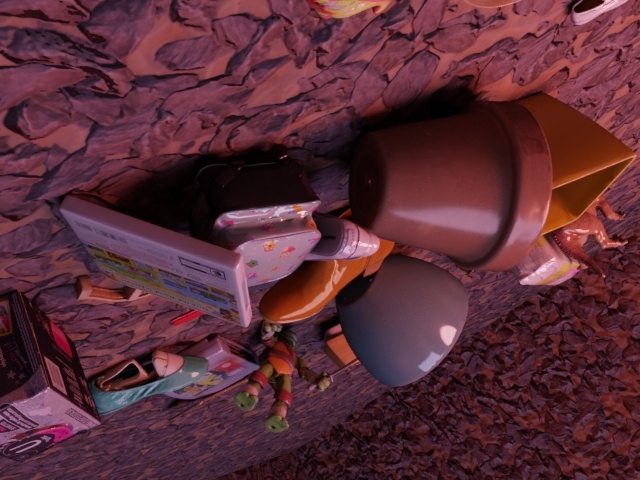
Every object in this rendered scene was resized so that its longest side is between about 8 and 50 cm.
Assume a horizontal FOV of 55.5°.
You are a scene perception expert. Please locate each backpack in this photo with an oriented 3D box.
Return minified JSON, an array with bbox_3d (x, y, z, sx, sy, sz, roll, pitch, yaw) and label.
[{"bbox_3d":[-0.096,-0.016,0.843,0.165,0.145,0.188,-13,163,-28],"label":"backpack"}]

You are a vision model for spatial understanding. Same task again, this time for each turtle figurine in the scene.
[{"bbox_3d":[-0.069,0.282,1.400,0.274,0.266,0.198,-5,125,26],"label":"turtle figurine"}]

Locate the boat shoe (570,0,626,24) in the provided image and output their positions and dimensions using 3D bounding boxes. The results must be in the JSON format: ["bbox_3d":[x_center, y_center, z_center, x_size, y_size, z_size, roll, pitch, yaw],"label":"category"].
[{"bbox_3d":[0.395,-0.341,0.844,0.100,0.035,0.035,-28,161,18],"label":"boat shoe"}]

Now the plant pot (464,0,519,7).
[{"bbox_3d":[0.234,-0.353,0.640,0.236,0.032,0.236,-23,157,-10],"label":"plant pot"}]

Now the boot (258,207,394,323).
[{"bbox_3d":[0.014,0.032,1.141,0.295,0.104,0.211,-26,152,-19],"label":"boot"}]

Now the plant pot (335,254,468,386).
[{"bbox_3d":[0.147,0.143,1.337,0.195,0.290,0.290,38,120,-20],"label":"plant pot"}]

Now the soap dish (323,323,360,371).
[{"bbox_3d":[0.153,0.260,1.692,0.290,0.118,0.229,-24,166,-8],"label":"soap dish"}]

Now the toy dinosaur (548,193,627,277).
[{"bbox_3d":[0.526,-0.061,1.275,0.200,0.296,0.127,30,148,-24],"label":"toy dinosaur"}]

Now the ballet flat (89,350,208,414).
[{"bbox_3d":[-0.353,0.276,1.247,0.247,0.083,0.087,-19,120,-15],"label":"ballet flat"}]

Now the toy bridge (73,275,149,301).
[{"bbox_3d":[-0.291,0.071,0.956,0.188,0.026,0.063,-6,151,-42],"label":"toy bridge"}]

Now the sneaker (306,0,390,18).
[{"bbox_3d":[0.006,-0.242,0.557,0.208,0.082,0.094,-11,154,-36],"label":"sneaker"}]

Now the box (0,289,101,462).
[{"bbox_3d":[-0.447,0.212,0.899,0.142,0.163,0.247,-24,157,-13],"label":"box"}]

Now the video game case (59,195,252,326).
[{"bbox_3d":[-0.201,0.035,0.789,0.226,0.026,0.206,18,154,6],"label":"video game case"}]

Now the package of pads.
[{"bbox_3d":[0.477,-0.006,1.391,0.101,0.229,0.296,-40,154,27],"label":"package of pads"}]

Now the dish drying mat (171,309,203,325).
[{"bbox_3d":[-0.247,0.145,1.182,0.083,0.008,0.032,-24,158,-9],"label":"dish drying mat"}]

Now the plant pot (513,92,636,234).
[{"bbox_3d":[0.359,-0.128,1.055,0.212,0.187,0.212,-20,156,-16],"label":"plant pot"}]

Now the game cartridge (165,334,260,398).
[{"bbox_3d":[-0.271,0.312,1.456,0.196,0.060,0.294,-25,157,4],"label":"game cartridge"}]

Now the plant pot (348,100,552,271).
[{"bbox_3d":[0.173,-0.083,0.911,0.229,0.263,0.263,1,148,-19],"label":"plant pot"}]

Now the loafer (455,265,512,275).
[{"bbox_3d":[0.532,0.028,1.650,0.365,0.130,0.134,-17,155,-24],"label":"loafer"}]

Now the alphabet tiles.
[{"bbox_3d":[-0.278,0.422,1.667,0.237,0.009,0.198,-18,166,-44],"label":"alphabet tiles"}]

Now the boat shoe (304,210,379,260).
[{"bbox_3d":[0.000,0.000,0.917,0.075,0.226,0.083,14,92,-32],"label":"boat shoe"}]
